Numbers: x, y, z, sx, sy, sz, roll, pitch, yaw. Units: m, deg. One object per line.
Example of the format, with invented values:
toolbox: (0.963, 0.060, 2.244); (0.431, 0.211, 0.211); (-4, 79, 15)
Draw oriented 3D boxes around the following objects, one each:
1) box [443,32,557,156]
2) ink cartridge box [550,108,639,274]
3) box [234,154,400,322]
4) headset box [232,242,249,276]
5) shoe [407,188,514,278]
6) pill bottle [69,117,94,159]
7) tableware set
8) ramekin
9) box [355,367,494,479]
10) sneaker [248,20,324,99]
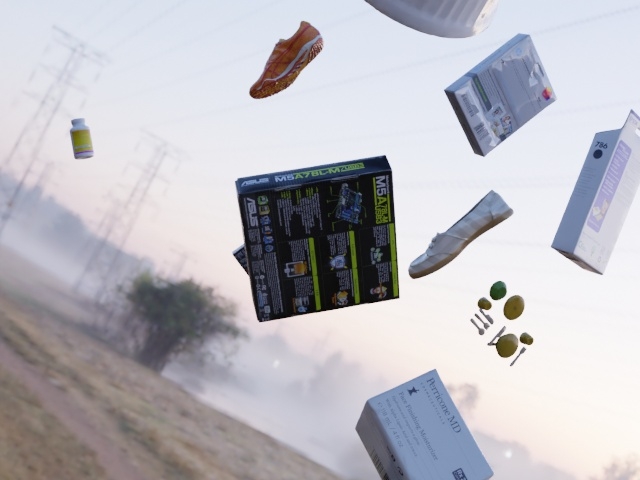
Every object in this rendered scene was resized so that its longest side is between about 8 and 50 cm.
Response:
box: (0.327, -0.263, 2.016); (0.145, 0.186, 0.038); (59, -14, -28)
ink cartridge box: (0.608, -0.106, 2.378); (0.065, 0.333, 0.165); (21, -5, 42)
box: (0.000, 0.000, 1.345); (0.184, 0.191, 0.045); (-11, 33, -6)
headset box: (-0.133, 0.026, 2.327); (0.062, 0.083, 0.032); (53, 1, -14)
shoe: (0.240, -0.010, 1.985); (0.058, 0.219, 0.076); (55, 0, -7)
pill bottle: (-0.507, -0.216, 2.363); (0.043, 0.083, 0.043); (-10, -2, 0)
tableware set: (0.328, 0.145, 1.983); (0.154, 0.104, 0.024); (46, -7, -31)
ramekin: (0.149, -0.416, 1.504); (0.277, 0.277, 0.135); (27, -47, -9)
box: (0.150, 0.314, 1.668); (0.181, 0.119, 0.182); (61, -15, 19)
sneaker: (-0.067, -0.324, 2.022); (0.067, 0.175, 0.064); (54, 17, 21)
